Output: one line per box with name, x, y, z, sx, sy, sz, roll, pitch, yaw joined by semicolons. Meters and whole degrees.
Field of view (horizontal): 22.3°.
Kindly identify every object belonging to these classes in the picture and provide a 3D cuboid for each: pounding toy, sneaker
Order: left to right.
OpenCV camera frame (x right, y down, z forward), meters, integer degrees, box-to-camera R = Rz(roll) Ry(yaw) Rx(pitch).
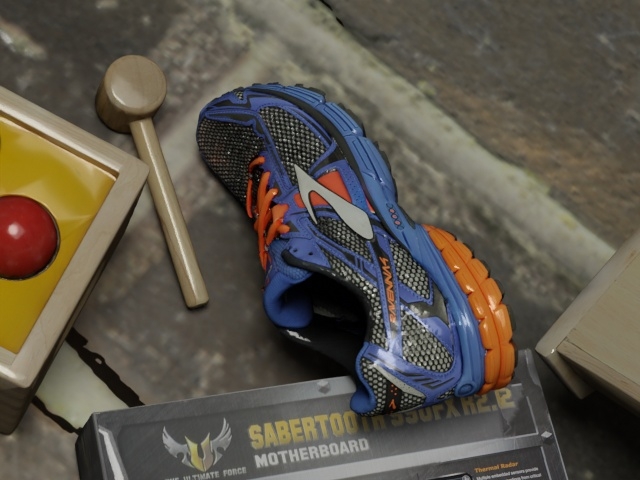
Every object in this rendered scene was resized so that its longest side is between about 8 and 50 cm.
pounding toy;-0.129;-0.021;0.786;0.181;0.094;0.206;28;63;-4
sneaker;0.000;0.000;0.794;0.087;0.083;0.221;-24;51;-27

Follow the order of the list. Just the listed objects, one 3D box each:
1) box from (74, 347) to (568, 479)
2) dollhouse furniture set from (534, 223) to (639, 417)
box;0.013;0.158;0.774;0.231;0.056;0.183;-7;69;-20
dollhouse furniture set;0.247;0.159;0.817;0.286;0.198;0.303;-48;130;-7
